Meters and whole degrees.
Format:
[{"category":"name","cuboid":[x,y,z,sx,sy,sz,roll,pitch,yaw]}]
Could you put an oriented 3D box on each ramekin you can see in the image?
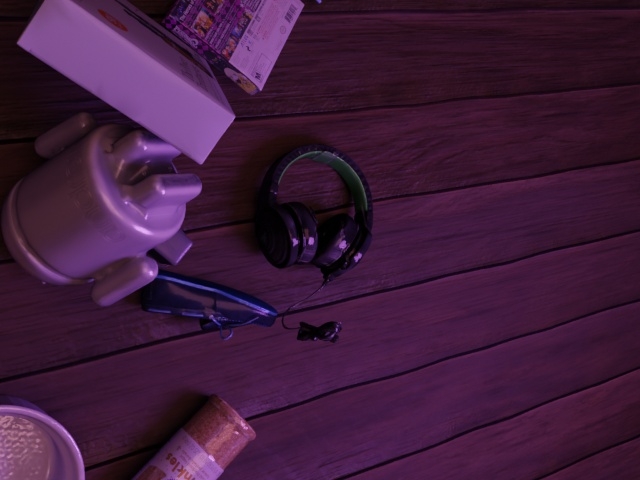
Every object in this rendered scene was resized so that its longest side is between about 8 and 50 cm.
[{"category":"ramekin","cuboid":[-0.540,0.386,1.169,0.277,0.135,0.277,-3,97,-30]}]

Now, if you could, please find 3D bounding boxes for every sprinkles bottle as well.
[{"category":"sprinkles bottle","cuboid":[-0.281,0.452,1.330,0.355,0.121,0.121,-46,114,-18]}]

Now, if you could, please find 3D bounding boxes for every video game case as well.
[{"category":"video game case","cuboid":[-0.153,-0.419,1.323,0.210,0.042,0.232,36,61,-28]}]

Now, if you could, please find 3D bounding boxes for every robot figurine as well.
[{"category":"robot figurine","cuboid":[-0.357,-0.052,1.134,0.200,0.353,0.300,-6,72,-62]}]

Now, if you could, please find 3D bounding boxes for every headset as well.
[{"category":"headset","cuboid":[0.000,0.000,1.404,0.243,0.185,0.394,13,77,-29]}]

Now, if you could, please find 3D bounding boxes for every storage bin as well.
[{"category":"storage bin","cuboid":[-0.291,-0.015,1.294,0.135,0.091,0.098,45,74,-26]}]

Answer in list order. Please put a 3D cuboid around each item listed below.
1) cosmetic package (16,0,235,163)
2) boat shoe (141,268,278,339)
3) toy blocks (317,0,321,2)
[{"category":"cosmetic package","cuboid":[-0.294,-0.288,1.100,0.284,0.377,0.097,31,104,-28]},{"category":"boat shoe","cuboid":[-0.212,0.126,1.361,0.258,0.109,0.089,18,93,-13]},{"category":"toy blocks","cuboid":[-0.045,-0.509,1.375,0.148,0.054,0.123,46,32,-25]}]
